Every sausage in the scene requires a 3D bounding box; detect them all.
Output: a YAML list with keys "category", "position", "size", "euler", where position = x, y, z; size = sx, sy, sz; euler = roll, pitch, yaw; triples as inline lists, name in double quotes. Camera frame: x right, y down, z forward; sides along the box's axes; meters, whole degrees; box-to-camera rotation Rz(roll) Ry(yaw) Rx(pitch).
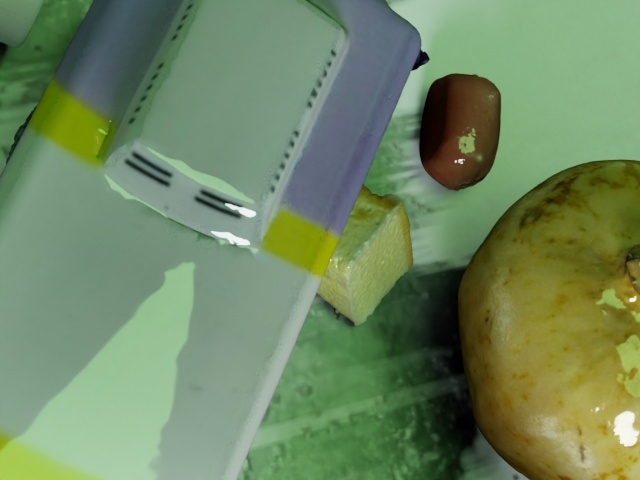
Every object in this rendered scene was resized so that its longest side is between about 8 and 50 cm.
- category: "sausage"
  position: [0.108, -0.083, 1.367]
  size: [0.054, 0.059, 0.094]
  euler: [20, 64, -26]

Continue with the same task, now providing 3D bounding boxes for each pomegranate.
- category: "pomegranate"
  position: [0.206, 0.065, 1.272]
  size: [0.248, 0.248, 0.248]
  euler: [8, 71, -24]

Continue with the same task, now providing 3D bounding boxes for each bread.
- category: "bread"
  position: [0.000, 0.000, 1.313]
  size: [0.109, 0.080, 0.084]
  euler: [24, 59, 22]

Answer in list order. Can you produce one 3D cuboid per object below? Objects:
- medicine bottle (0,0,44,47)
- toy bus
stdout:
- category: "medicine bottle"
  position: [-0.305, -0.204, 1.181]
  size: [0.260, 0.095, 0.095]
  euler: [22, 66, -18]
- category: "toy bus"
  position: [-0.113, 0.013, 1.104]
  size: [0.209, 0.249, 0.439]
  euler: [28, 65, -8]
